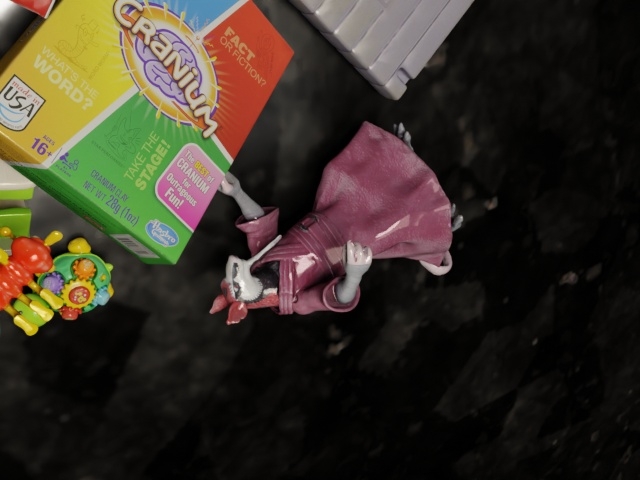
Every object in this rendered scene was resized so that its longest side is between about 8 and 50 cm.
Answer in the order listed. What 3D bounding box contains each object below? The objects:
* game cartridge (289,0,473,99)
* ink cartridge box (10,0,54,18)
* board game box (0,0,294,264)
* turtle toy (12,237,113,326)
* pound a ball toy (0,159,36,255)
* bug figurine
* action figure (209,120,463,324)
[{"bbox_3d":[0.131,-0.396,0.838,0.230,0.068,0.355,36,93,-33],"label":"game cartridge"},{"bbox_3d":[-0.315,-0.377,0.482,0.310,0.130,0.271,20,106,-37],"label":"ink cartridge box"},{"bbox_3d":[-0.182,-0.170,0.678,0.242,0.064,0.316,43,60,-37],"label":"board game box"},{"bbox_3d":[-0.321,0.063,0.795,0.130,0.066,0.095,-28,124,-15],"label":"turtle toy"},{"bbox_3d":[-0.470,-0.041,0.640,0.319,0.135,0.208,-3,145,-32],"label":"pound a ball toy"},{"bbox_3d":[-0.369,-0.001,0.531,0.216,0.072,0.279,-47,119,-20],"label":"bug figurine"},{"bbox_3d":[0.000,0.000,0.908,0.370,0.248,0.275,-35,153,-12],"label":"action figure"}]
